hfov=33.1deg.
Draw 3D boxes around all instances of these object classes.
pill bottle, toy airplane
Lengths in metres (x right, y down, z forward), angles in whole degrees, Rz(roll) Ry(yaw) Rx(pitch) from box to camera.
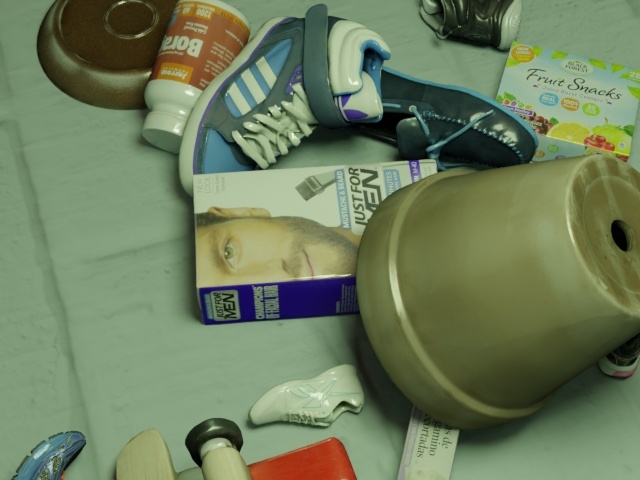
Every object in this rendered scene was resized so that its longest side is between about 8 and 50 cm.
[{"bbox_3d":[-0.188,-0.241,1.593,0.121,0.121,0.216,14,73,8],"label":"pill bottle"},{"bbox_3d":[-0.136,0.389,1.137,0.384,0.272,0.386,-5,57,42],"label":"toy airplane"}]

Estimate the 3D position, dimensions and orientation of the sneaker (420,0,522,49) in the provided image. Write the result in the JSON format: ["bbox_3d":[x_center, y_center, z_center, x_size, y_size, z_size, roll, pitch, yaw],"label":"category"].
[{"bbox_3d":[0.238,-0.427,1.749,0.153,0.101,0.269,1,59,-3],"label":"sneaker"}]

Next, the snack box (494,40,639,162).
[{"bbox_3d":[0.366,-0.197,1.618,0.207,0.070,0.175,16,58,8],"label":"snack box"}]

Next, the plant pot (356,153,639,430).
[{"bbox_3d":[0.250,0.035,1.260,0.323,0.280,0.323,16,61,-32],"label":"plant pot"}]

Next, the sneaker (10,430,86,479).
[{"bbox_3d":[-0.335,0.325,1.267,0.087,0.083,0.221,28,65,1],"label":"sneaker"}]

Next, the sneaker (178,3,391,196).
[{"bbox_3d":[-0.035,-0.179,1.503,0.236,0.130,0.323,17,68,38],"label":"sneaker"}]

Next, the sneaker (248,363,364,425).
[{"bbox_3d":[-0.016,0.206,1.355,0.152,0.054,0.061,-17,61,-13],"label":"sneaker"}]

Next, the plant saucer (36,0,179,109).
[{"bbox_3d":[-0.301,-0.341,1.720,0.310,0.050,0.311,0,57,0],"label":"plant saucer"}]

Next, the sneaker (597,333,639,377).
[{"bbox_3d":[0.411,0.090,1.423,0.072,0.077,0.178,8,56,3],"label":"sneaker"}]

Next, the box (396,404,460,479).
[{"bbox_3d":[0.115,0.317,1.276,0.063,0.067,0.324,13,56,7],"label":"box"}]

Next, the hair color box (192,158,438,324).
[{"bbox_3d":[0.000,0.000,1.461,0.338,0.110,0.185,-5,58,-2],"label":"hair color box"}]

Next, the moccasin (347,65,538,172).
[{"bbox_3d":[0.145,-0.157,1.571,0.342,0.138,0.117,20,62,29],"label":"moccasin"}]
